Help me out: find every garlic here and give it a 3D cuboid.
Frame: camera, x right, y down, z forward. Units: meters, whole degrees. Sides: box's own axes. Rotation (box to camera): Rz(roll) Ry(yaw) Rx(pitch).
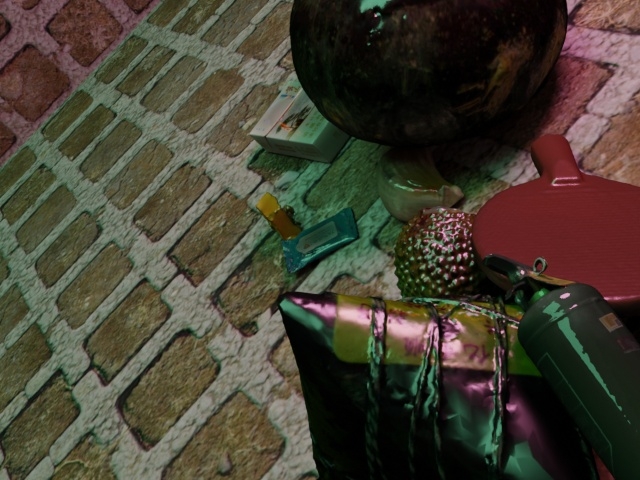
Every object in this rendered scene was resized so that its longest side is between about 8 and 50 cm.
[{"bbox_3d":[0.152,-0.107,1.420,0.128,0.090,0.198,-18,32,11],"label":"garlic"}]

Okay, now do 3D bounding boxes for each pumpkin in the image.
[{"bbox_3d":[-0.071,-0.043,1.576,0.054,0.074,0.083,-39,33,-2],"label":"pumpkin"},{"bbox_3d":[0.168,-0.342,1.403,0.454,0.344,0.454,-21,33,15],"label":"pumpkin"}]

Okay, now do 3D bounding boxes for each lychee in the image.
[{"bbox_3d":[0.169,0.043,1.166,0.171,0.171,0.171,-28,37,23],"label":"lychee"}]

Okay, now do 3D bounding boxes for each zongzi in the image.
[{"bbox_3d":[0.154,0.209,0.942,0.383,0.319,0.362,-13,37,6],"label":"zongzi"}]

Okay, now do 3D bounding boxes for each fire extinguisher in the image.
[{"bbox_3d":[0.269,0.135,0.842,0.095,0.114,0.311,-54,52,36],"label":"fire extinguisher"}]

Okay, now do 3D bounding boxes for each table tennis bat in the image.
[{"bbox_3d":[0.316,-0.031,1.089,0.268,0.051,0.415,-3,30,5],"label":"table tennis bat"}]

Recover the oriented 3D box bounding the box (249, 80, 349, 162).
[{"bbox_3d":[-0.024,-0.238,1.745,0.149,0.067,0.233,-53,34,-14],"label":"box"}]

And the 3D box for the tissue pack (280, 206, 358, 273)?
[{"bbox_3d":[0.000,0.000,1.500,0.138,0.028,0.085,-30,39,12],"label":"tissue pack"}]
